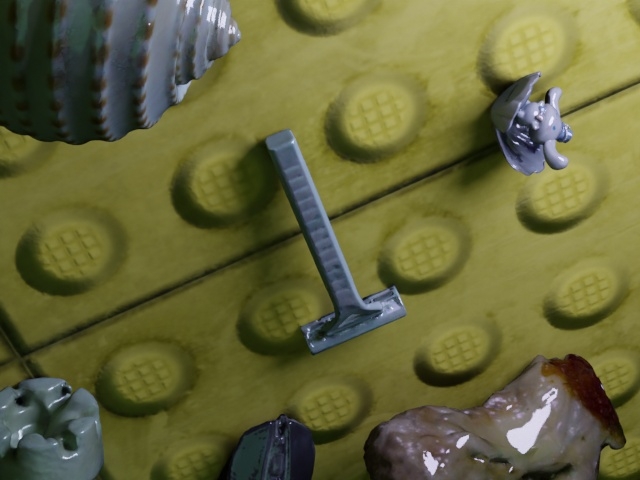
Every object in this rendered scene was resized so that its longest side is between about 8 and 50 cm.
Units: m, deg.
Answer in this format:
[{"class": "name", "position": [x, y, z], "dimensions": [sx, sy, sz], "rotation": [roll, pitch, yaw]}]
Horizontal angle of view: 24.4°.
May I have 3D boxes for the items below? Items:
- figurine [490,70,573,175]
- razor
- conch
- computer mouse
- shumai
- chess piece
[{"class": "figurine", "position": [0.211, -0.114, 1.450], "dimensions": [0.086, 0.094, 0.082], "rotation": [42, 148, -13]}, {"class": "razor", "position": [0.003, 0.006, 1.476], "dimensions": [0.111, 0.056, 0.278], "rotation": [-23, 133, -1]}, {"class": "conch", "position": [-0.208, -0.220, 1.111], "dimensions": [0.319, 0.215, 0.303], "rotation": [7, 114, -28]}, {"class": "computer mouse", "position": [-0.064, 0.281, 1.672], "dimensions": [0.106, 0.062, 0.192], "rotation": [1, 128, -23]}, {"class": "shumai", "position": [0.225, 0.278, 1.681], "dimensions": [0.283, 0.217, 0.346], "rotation": [-30, 130, 4]}, {"class": "chess piece", "position": [-0.279, 0.295, 1.530], "dimensions": [0.194, 0.194, 0.299], "rotation": [-8, 121, -16]}]
